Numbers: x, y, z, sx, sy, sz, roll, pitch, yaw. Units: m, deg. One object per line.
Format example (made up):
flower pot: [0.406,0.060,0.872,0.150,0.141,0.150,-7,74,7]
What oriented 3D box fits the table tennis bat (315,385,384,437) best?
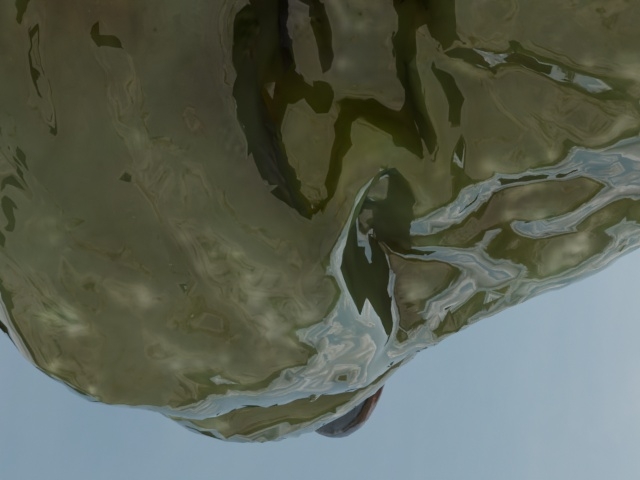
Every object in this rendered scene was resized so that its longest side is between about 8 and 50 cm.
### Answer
table tennis bat: [0.000,0.000,1.011,0.022,0.173,0.301,3,-113,-26]

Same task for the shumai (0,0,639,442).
shumai: [0.072,-0.085,0.391,0.264,0.304,0.309,5,-88,26]
